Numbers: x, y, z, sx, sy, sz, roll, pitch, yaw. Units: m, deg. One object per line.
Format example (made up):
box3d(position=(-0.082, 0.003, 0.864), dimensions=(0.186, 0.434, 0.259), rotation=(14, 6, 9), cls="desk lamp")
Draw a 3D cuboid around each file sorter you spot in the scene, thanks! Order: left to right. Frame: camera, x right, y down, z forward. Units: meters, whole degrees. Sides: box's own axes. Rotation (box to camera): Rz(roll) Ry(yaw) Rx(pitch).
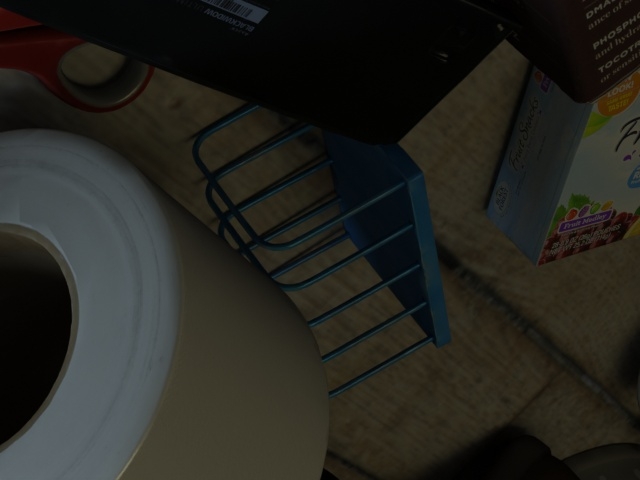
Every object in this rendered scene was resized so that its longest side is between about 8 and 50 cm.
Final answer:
box3d(position=(0.000, 0.000, 1.061), dimensions=(0.104, 0.118, 0.170), rotation=(-29, 142, -13), cls="file sorter")

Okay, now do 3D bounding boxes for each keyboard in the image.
box3d(position=(-0.030, -0.153, 0.848), dimensions=(0.317, 0.033, 0.201), rotation=(18, 135, -34), cls="keyboard")

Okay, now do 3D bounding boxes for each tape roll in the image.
box3d(position=(-0.138, 0.085, 0.911), dimensions=(0.246, 0.246, 0.169), rotation=(-44, 145, 2), cls="tape roll")

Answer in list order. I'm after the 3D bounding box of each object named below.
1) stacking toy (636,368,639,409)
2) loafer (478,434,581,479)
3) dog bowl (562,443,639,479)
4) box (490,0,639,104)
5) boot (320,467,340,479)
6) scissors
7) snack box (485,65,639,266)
box3d(position=(0.433, 0.021, 1.398), dimensions=(0.350, 0.350, 0.480), rotation=(6, 141, -46), cls="stacking toy")
box3d(position=(0.132, 0.317, 1.387), dimensions=(0.366, 0.130, 0.134), rotation=(-53, 159, -30), cls="loafer")
box3d(position=(0.230, 0.358, 1.659), dimensions=(0.349, 0.102, 0.349), rotation=(-26, 142, -22), cls="dog bowl")
box3d(position=(0.140, -0.220, 0.917), dimensions=(0.167, 0.168, 0.203), rotation=(-36, 144, -6), cls="box")
box3d(position=(-0.095, 0.238, 1.217), dimensions=(0.236, 0.085, 0.178), rotation=(7, 109, -51), cls="boot")
box3d(position=(-0.191, -0.110, 0.856), dimensions=(0.297, 0.021, 0.109), rotation=(-4, 130, -39), cls="scissors")
box3d(position=(0.234, -0.087, 1.228), dimensions=(0.207, 0.070, 0.174), rotation=(-16, 137, -33), cls="snack box")
